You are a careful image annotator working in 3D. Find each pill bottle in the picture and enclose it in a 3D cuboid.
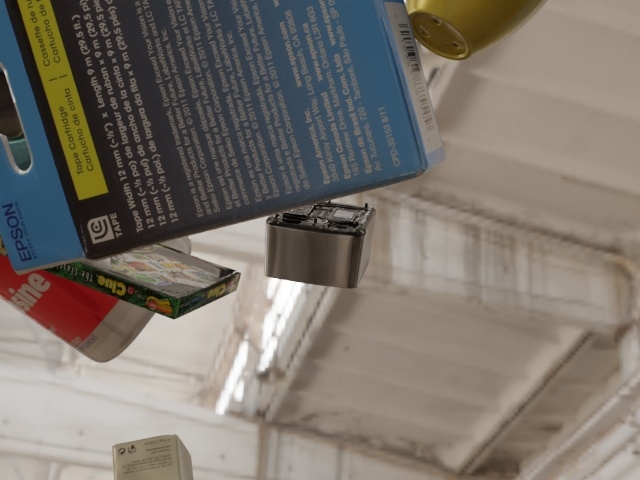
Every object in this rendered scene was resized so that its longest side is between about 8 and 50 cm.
[{"bbox_3d":[-0.402,-0.028,1.634,0.408,0.229,0.229,37,-42,-12],"label":"pill bottle"}]

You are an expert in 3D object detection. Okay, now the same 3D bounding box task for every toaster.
[{"bbox_3d":[0.000,0.000,1.944,0.168,0.185,0.110,7,-73,8],"label":"toaster"}]

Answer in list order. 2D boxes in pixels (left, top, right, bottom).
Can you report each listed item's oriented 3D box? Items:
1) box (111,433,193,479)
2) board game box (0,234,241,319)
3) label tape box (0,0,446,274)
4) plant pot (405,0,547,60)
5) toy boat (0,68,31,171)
[{"bbox_3d":[-0.210,0.405,1.544,0.094,0.275,0.113,-10,-29,1],"label":"box"},{"bbox_3d":[-0.236,0.023,1.336,0.260,0.136,0.030,18,-68,23],"label":"board game box"},{"bbox_3d":[-0.104,-0.133,0.908,0.348,0.249,0.115,-14,7,19],"label":"label tape box"},{"bbox_3d":[0.130,-0.221,1.062,0.134,0.095,0.134,29,-16,9],"label":"plant pot"},{"bbox_3d":[-0.355,-0.171,1.117,0.267,0.148,0.318,-33,-76,26],"label":"toy boat"}]
